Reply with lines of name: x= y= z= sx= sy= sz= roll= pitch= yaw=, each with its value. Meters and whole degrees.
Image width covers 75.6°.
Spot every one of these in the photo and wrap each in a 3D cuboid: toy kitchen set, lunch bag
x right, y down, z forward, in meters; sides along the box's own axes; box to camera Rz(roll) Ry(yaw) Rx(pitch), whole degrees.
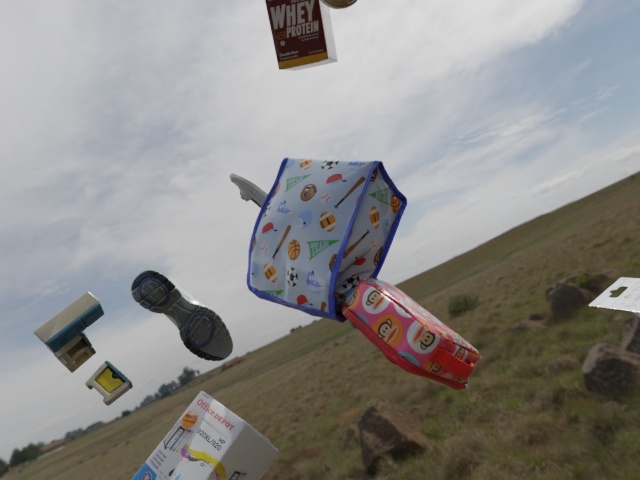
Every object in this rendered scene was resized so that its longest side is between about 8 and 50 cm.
toy kitchen set: x=-0.480 y=0.242 z=0.896 sx=0.122 sy=0.166 sz=0.207 roll=-47 pitch=-11 yaw=-34
lunch bag: x=0.211 y=0.206 z=0.871 sx=0.293 sy=0.258 sz=0.120 roll=31 pitch=-87 yaw=-41
lunch bag: x=0.000 y=0.000 z=1.079 sx=0.328 sy=0.385 sz=0.239 roll=9 pitch=-22 yaw=40

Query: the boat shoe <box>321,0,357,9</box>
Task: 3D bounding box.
boat shoe: x=0.007 y=-0.551 z=0.643 sx=0.122 sy=0.340 sz=0.110 roll=-23 pitch=30 yaw=-9

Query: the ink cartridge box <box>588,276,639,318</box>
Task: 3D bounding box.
ink cartridge box: x=0.731 y=0.138 z=0.861 sx=0.189 sy=0.066 sz=0.232 roll=-20 pitch=7 yaw=-33

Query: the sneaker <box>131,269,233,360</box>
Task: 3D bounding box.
sneaker: x=-0.333 y=0.183 z=1.045 sx=0.111 sy=0.297 sz=0.129 roll=-45 pitch=2 yaw=-8

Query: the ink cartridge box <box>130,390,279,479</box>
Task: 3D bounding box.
ink cartridge box: x=-0.249 y=0.496 z=0.910 sx=0.171 sy=0.168 sz=0.232 roll=15 pitch=55 yaw=39

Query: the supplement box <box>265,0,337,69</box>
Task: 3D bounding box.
supplement box: x=-0.044 y=-0.549 z=1.062 sx=0.129 sy=0.191 sz=0.194 roll=-7 pitch=20 yaw=12

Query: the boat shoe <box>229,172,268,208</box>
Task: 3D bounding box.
boat shoe: x=-0.239 y=-0.160 z=1.410 sx=0.063 sy=0.184 sz=0.066 roll=-59 pitch=30 yaw=-8
